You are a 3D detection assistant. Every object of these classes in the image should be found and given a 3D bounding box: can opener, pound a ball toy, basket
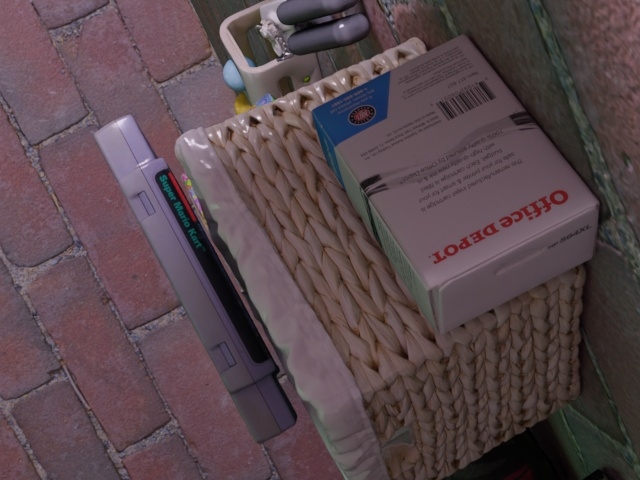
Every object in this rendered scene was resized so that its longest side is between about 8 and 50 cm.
[{"bbox_3d":[-0.007,-0.263,1.357,0.074,0.093,0.280,68,166,-12],"label":"can opener"},{"bbox_3d":[-0.085,-0.244,1.830,0.208,0.136,0.319,59,173,31],"label":"pound a ball toy"},{"bbox_3d":[0.067,0.045,1.117,0.331,0.267,0.328,60,174,31],"label":"basket"}]

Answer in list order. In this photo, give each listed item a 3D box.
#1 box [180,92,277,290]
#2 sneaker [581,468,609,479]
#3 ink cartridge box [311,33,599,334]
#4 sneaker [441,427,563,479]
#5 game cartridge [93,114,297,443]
[{"bbox_3d":[0.000,0.000,1.549,0.279,0.177,0.290,40,-169,-40],"label":"box"},{"bbox_3d":[0.304,0.320,1.265,0.097,0.084,0.234,54,180,23],"label":"sneaker"},{"bbox_3d":[0.106,-0.047,0.921,0.203,0.148,0.086,60,173,31],"label":"ink cartridge box"},{"bbox_3d":[0.219,0.286,1.451,0.185,0.202,0.482,-77,-19,-65],"label":"sneaker"},{"bbox_3d":[-0.124,0.047,1.229,0.355,0.068,0.230,61,171,6],"label":"game cartridge"}]
